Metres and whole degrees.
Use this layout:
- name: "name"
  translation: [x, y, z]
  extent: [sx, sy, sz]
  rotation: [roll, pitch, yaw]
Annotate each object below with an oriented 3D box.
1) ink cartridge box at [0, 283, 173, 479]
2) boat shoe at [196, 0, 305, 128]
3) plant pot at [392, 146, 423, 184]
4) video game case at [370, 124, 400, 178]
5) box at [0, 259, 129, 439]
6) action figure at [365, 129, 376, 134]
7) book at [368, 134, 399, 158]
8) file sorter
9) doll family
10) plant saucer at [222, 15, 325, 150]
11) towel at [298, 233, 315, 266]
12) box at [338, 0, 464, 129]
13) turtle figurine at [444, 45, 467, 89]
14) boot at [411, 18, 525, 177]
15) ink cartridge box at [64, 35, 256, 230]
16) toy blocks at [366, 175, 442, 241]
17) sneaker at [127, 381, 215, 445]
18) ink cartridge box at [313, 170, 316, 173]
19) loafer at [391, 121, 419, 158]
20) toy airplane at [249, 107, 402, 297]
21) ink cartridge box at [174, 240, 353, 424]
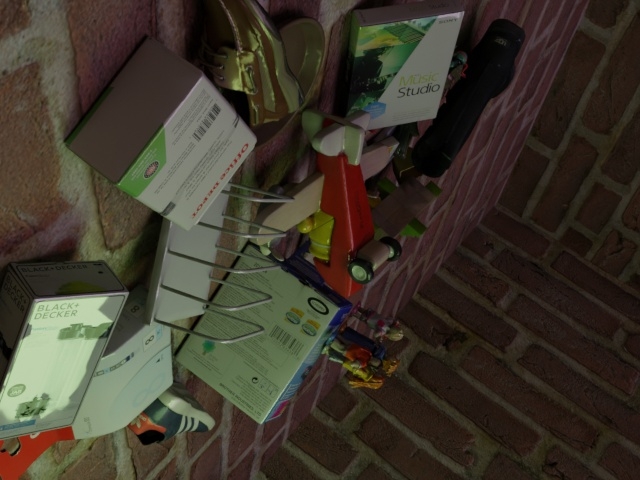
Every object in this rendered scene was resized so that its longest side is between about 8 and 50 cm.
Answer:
- name: "ink cartridge box"
  translation: [-0.445, 0.302, 1.585]
  extent: [0.385, 0.091, 0.308]
  rotation: [-45, 160, -33]
- name: "boat shoe"
  translation: [-0.123, -0.280, 1.266]
  extent: [0.120, 0.122, 0.324]
  rotation: [-37, 145, -5]
- name: "plant pot"
  translation: [0.249, -0.227, 2.431]
  extent: [0.082, 0.083, 0.081]
  rotation: [-23, 155, -9]
- name: "video game case"
  translation: [0.203, -0.283, 2.323]
  extent: [0.190, 0.022, 0.173]
  rotation: [-47, 161, -24]
- name: "box"
  translation: [-0.434, 0.171, 1.298]
  extent: [0.169, 0.087, 0.289]
  rotation: [0, 125, -49]
- name: "action figure"
  translation: [0.194, -0.365, 1.965]
  extent: [0.091, 0.139, 0.280]
  rotation: [-23, 142, -61]
- name: "book"
  translation: [0.135, -0.215, 2.208]
  extent: [0.144, 0.035, 0.096]
  rotation: [-29, 156, -34]
- name: "file sorter"
  translation: [-0.178, 0.033, 1.517]
  extent: [0.193, 0.173, 0.277]
  rotation: [-6, 110, -67]
- name: "doll family"
  translation: [0.105, 0.262, 1.942]
  extent: [0.118, 0.163, 0.263]
  rotation: [-62, 171, 29]
- name: "plant saucer"
  translation: [-0.091, -0.286, 1.506]
  extent: [0.278, 0.041, 0.278]
  rotation: [-49, 162, -21]
- name: "towel"
  translation: [0.000, 0.000, 2.274]
  extent: [0.187, 0.049, 0.282]
  rotation: [-37, 157, -42]
- name: "box"
  translation: [0.167, -0.373, 1.797]
  extent: [0.233, 0.058, 0.322]
  rotation: [-12, 146, -13]
- name: "turtle figurine"
  translation: [0.302, -0.440, 2.152]
  extent: [0.234, 0.118, 0.175]
  rotation: [-46, 162, -10]
- name: "boot"
  translation: [0.412, -0.363, 2.373]
  extent: [0.445, 0.146, 0.367]
  rotation: [-62, 168, -14]
- name: "ink cartridge box"
  translation: [-0.229, -0.150, 1.264]
  extent: [0.198, 0.115, 0.273]
  rotation: [-53, 163, -4]
- name: "toy blocks"
  translation: [0.170, -0.021, 2.392]
  extent: [0.381, 0.191, 0.261]
  rotation: [-40, 171, -48]
- name: "sneaker"
  translation: [-0.368, 0.426, 1.988]
  extent: [0.148, 0.131, 0.350]
  rotation: [-45, 156, -8]
- name: "ink cartridge box"
  translation: [0.006, -0.157, 2.022]
  extent: [0.115, 0.029, 0.063]
  rotation: [-59, 163, 11]
- name: "loafer"
  translation: [0.245, -0.301, 2.258]
  extent: [0.170, 0.061, 0.062]
  rotation: [-61, 162, 14]
- name: "toy airplane"
  translation: [0.005, -0.104, 1.808]
  extent: [0.386, 0.273, 0.384]
  rotation: [33, 68, -48]
- name: "ink cartridge box"
  translation: [-0.112, 0.189, 1.947]
  extent: [0.395, 0.270, 0.151]
  rotation: [-57, 167, 7]
